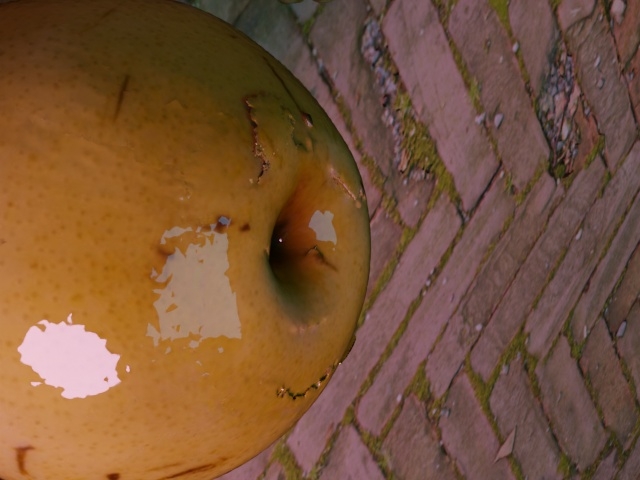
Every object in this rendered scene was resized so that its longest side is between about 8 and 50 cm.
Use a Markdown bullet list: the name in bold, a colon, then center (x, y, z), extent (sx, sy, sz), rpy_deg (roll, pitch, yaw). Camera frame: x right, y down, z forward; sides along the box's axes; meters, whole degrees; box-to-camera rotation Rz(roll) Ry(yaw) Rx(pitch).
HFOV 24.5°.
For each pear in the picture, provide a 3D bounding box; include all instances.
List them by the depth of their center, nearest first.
- **pear**: center (-0.142, 0.004, 0.954), extent (0.348, 0.348, 0.348), rpy_deg (-30, 130, -43)

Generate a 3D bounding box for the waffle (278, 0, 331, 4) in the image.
- **waffle**: center (0.008, -0.326, 1.217), extent (0.250, 0.056, 0.261), rpy_deg (-15, 122, -49)

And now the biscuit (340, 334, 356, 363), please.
- **biscuit**: center (0.000, 0.000, 1.405), extent (0.048, 0.026, 0.292), rpy_deg (-63, 151, -46)
